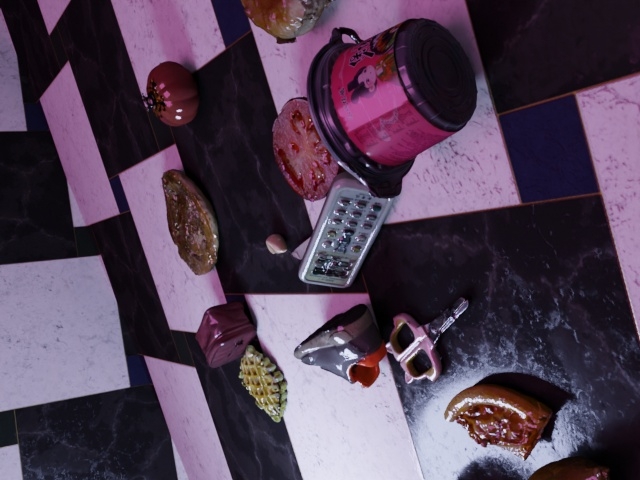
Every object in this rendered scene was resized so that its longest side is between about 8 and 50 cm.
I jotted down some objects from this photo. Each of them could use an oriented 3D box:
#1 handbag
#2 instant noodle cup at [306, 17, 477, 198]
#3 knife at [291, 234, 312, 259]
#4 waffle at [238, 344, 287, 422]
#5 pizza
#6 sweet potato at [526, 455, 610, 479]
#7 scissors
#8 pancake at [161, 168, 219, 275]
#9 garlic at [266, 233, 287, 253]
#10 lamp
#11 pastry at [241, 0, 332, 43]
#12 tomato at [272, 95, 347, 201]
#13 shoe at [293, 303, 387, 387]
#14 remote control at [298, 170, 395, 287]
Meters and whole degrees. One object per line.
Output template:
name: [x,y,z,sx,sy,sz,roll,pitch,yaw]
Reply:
handbag: [-0.289,0.289,2.153,0.135,0.147,0.225,60,146,22]
instant noodle cup: [0.131,-0.236,1.124,0.182,0.258,0.302,-21,90,44]
knife: [0.002,-0.001,1.650,0.298,0.017,0.047,-31,80,58]
waffle: [-0.174,0.436,2.145,0.208,0.054,0.214,44,139,30]
pizza: [0.324,0.331,1.306,0.271,0.056,0.134,-2,98,59]
sweet potato: [0.396,0.469,1.191,0.158,0.158,0.369,45,131,35]
scissors: [0.217,0.190,1.418,0.160,0.024,0.317,58,148,20]
pancake: [-0.415,-0.052,2.233,0.356,0.065,0.355,35,134,46]
garlic: [-0.115,0.010,1.823,0.053,0.041,0.083,57,158,-5]
lamp: [-0.418,-0.404,1.956,0.182,0.140,0.181,31,134,40]
pastry: [-0.066,-0.520,1.363,0.257,0.121,0.235,60,144,20]
tomato: [-0.007,-0.197,1.487,0.225,0.085,0.224,28,127,46]
shoe: [0.063,0.263,1.625,0.171,0.132,0.336,52,152,2]
remote control: [0.048,-0.018,1.477,0.335,0.128,0.065,113,160,-48]
